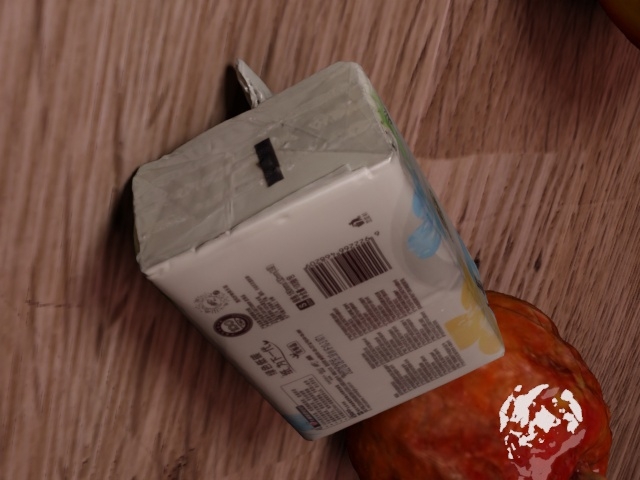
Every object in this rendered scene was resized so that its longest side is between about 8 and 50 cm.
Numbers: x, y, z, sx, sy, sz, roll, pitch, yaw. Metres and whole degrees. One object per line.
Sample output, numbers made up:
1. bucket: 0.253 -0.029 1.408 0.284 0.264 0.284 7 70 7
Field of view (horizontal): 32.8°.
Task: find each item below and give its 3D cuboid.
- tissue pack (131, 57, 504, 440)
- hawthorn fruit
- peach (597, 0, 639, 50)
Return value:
1. tissue pack: 0.000 0.000 0.699 0.159 0.145 0.229 -26 138 10
2. hawthorn fruit: 0.153 0.159 0.854 0.207 0.243 0.207 -23 125 -37
3. peach: 0.299 -0.250 0.771 0.281 0.238 0.280 -1 90 -69
